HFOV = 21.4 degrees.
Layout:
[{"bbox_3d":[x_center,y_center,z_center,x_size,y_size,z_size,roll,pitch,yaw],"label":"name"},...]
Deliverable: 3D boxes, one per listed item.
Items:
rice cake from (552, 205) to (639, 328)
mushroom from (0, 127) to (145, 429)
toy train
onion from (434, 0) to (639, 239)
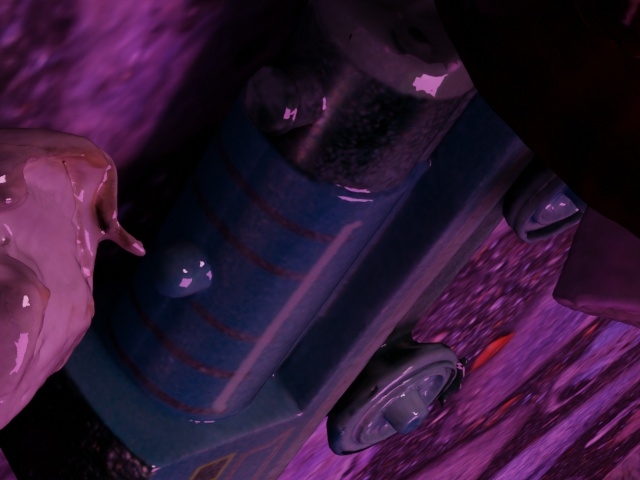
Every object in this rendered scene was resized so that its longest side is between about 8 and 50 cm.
[{"bbox_3d":[0.184,-0.097,0.600,0.298,0.106,0.050,-68,157,-9],"label":"rice cake"},{"bbox_3d":[-0.175,0.052,0.485,0.278,0.096,0.099,-30,159,-15],"label":"mushroom"},{"bbox_3d":[0.000,0.000,0.675,0.194,0.120,0.298,-16,151,-42],"label":"toy train"},{"bbox_3d":[0.167,-0.124,0.490,0.273,0.273,0.285,-52,176,34],"label":"onion"}]
